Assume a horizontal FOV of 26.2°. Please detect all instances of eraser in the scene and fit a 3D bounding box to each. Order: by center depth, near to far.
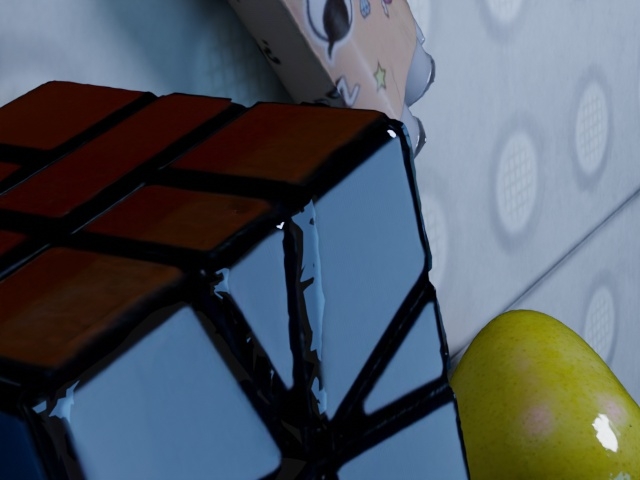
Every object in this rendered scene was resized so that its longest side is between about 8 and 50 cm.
[{"bbox_3d":[0.000,-0.189,1.075,0.290,0.087,0.171,54,41,-48],"label":"eraser"}]

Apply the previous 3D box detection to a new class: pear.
[{"bbox_3d":[0.228,0.234,1.355,0.285,0.285,0.336,34,65,-56],"label":"pear"}]

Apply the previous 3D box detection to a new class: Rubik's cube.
[{"bbox_3d":[-0.109,0.096,0.742,0.293,0.283,0.288,-39,127,-39],"label":"Rubik's cube"}]
